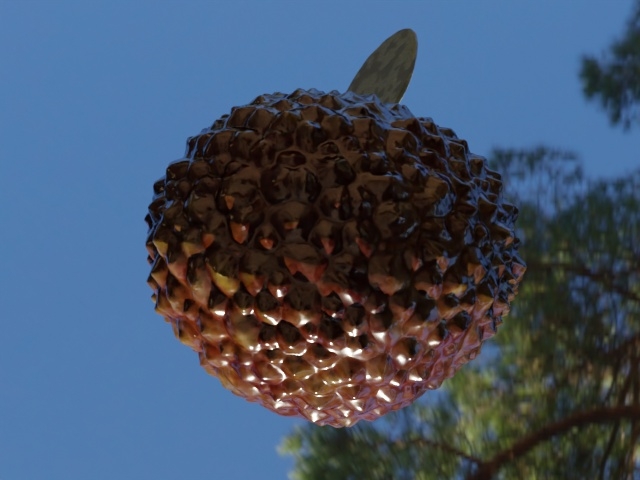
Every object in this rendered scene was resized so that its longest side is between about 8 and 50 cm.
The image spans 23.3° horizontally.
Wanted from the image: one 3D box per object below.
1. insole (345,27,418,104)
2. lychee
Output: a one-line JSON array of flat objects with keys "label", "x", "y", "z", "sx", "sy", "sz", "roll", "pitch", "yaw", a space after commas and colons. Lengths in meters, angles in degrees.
[{"label": "insole", "x": 0.024, "y": -0.069, "z": 1.026, "sx": 0.065, "sy": 0.006, "sz": 0.193, "roll": -18, "pitch": -140, "yaw": 43}, {"label": "lychee", "x": 0.000, "y": 0.000, "z": 0.809, "sx": 0.188, "sy": 0.188, "sz": 0.188, "roll": -3, "pitch": -112, "yaw": 7}]
